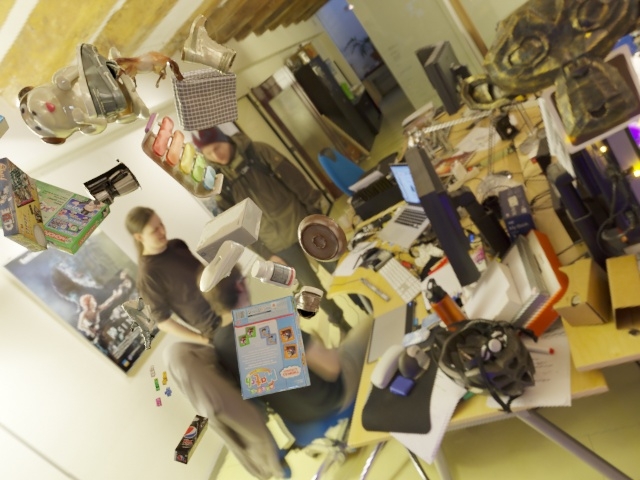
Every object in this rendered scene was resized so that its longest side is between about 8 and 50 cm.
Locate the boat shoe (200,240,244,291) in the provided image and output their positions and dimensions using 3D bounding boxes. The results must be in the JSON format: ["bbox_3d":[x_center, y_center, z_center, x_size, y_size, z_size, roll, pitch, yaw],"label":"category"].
[{"bbox_3d":[-0.283,0.078,1.190,0.184,0.063,0.066,-58,46,15],"label":"boat shoe"}]

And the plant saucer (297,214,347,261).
[{"bbox_3d":[0.000,0.000,2.361,0.310,0.311,0.050,-27,13,35],"label":"plant saucer"}]

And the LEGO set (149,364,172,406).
[{"bbox_3d":[-0.863,0.789,2.231,0.086,0.227,0.093,-13,0,-17],"label":"LEGO set"}]

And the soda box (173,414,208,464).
[{"bbox_3d":[-0.471,0.725,1.506,0.169,0.053,0.060,-64,-13,-66],"label":"soda box"}]

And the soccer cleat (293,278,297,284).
[{"bbox_3d":[-0.145,0.205,1.985,0.083,0.029,0.035,-15,-5,40],"label":"soccer cleat"}]

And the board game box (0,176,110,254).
[{"bbox_3d":[-0.939,-0.091,1.427,0.046,0.317,0.214,107,-177,-52],"label":"board game box"}]

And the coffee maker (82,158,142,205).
[{"bbox_3d":[-0.838,-0.222,1.644,0.178,0.120,0.171,-37,43,-23],"label":"coffee maker"}]

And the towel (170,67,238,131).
[{"bbox_3d":[-0.500,-0.630,1.833,0.283,0.235,0.121,-23,44,-27],"label":"towel"}]

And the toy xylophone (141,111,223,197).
[{"bbox_3d":[-0.463,-0.289,1.379,0.081,0.322,0.236,-27,49,20],"label":"toy xylophone"}]

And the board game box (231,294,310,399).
[{"bbox_3d":[-0.122,0.255,0.989,0.160,0.212,0.039,-15,-20,10],"label":"board game box"}]

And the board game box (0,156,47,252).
[{"bbox_3d":[-0.895,-0.102,1.229,0.042,0.244,0.165,-16,-15,-13],"label":"board game box"}]

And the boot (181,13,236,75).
[{"bbox_3d":[-0.366,-0.660,1.394,0.077,0.165,0.213,128,153,-58],"label":"boot"}]

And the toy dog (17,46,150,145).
[{"bbox_3d":[-0.959,-0.551,1.625,0.407,0.285,0.395,-32,31,-26],"label":"toy dog"}]

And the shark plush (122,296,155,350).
[{"bbox_3d":[-0.519,0.242,1.193,0.067,0.161,0.073,-24,-11,-13],"label":"shark plush"}]

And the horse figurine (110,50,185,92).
[{"bbox_3d":[-0.592,-0.576,1.390,0.263,0.066,0.174,-22,-8,-29],"label":"horse figurine"}]

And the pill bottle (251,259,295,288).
[{"bbox_3d":[-0.216,0.152,1.880,0.108,0.180,0.108,-38,42,44],"label":"pill bottle"}]

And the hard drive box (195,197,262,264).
[{"bbox_3d":[-0.348,-0.035,1.580,0.232,0.089,0.181,-27,36,22],"label":"hard drive box"}]

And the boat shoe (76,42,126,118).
[{"bbox_3d":[-0.581,-0.431,1.096,0.099,0.116,0.320,-15,51,-18],"label":"boat shoe"}]

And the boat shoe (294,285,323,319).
[{"bbox_3d":[-0.057,0.279,1.741,0.324,0.116,0.097,116,170,-68],"label":"boat shoe"}]

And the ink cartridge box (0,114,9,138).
[{"bbox_3d":[-1.313,-0.438,1.539,0.082,0.190,0.140,-41,28,61],"label":"ink cartridge box"}]
